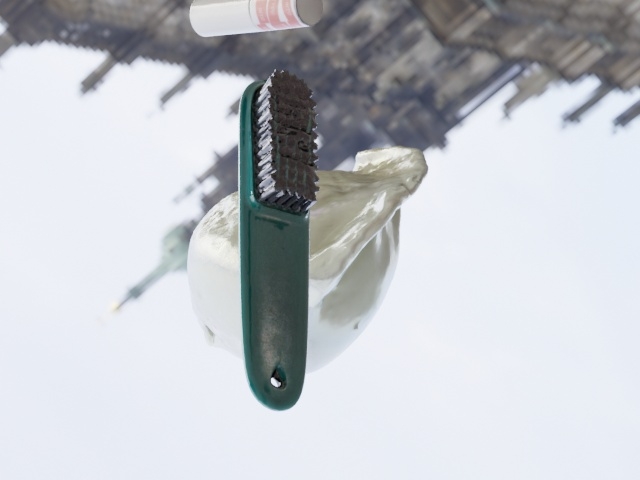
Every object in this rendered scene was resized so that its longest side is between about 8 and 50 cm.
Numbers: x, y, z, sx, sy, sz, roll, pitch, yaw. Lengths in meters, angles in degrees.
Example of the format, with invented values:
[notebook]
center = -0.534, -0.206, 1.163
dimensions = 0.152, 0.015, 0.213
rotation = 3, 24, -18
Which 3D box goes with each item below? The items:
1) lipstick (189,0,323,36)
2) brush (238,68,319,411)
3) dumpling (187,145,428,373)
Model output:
[lipstick]
center = -0.059, -0.206, 1.503
dimensions = 0.038, 0.130, 0.038
rotation = -2, -88, -50
[brush]
center = -0.019, -0.006, 0.860
dimensions = 0.043, 0.032, 0.193
rotation = 15, -124, -27
[dumpling]
center = 0.000, 0.000, 1.119
dimensions = 0.131, 0.179, 0.252
rotation = 47, 161, 0
